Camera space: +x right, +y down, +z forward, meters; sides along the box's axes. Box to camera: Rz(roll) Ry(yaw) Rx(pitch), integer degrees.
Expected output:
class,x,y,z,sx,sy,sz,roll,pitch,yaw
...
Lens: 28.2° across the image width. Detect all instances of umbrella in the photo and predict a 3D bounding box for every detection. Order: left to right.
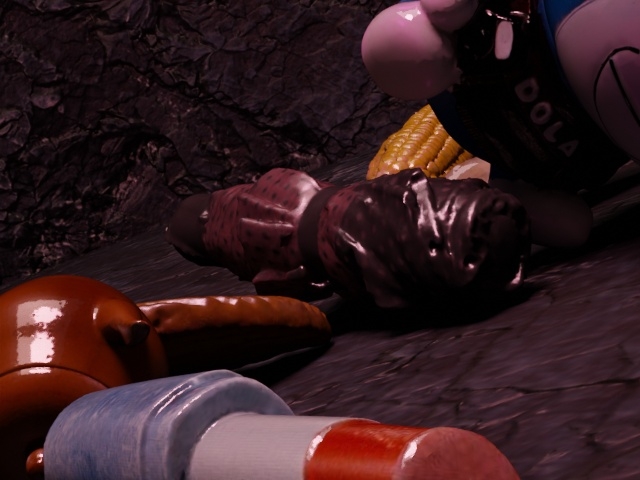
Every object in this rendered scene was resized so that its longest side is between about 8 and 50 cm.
class,x,y,z,sx,sy,sz,roll,pitch,yaw
umbrella,0.000,0.000,0.815,0.326,0.090,0.094,0,60,52

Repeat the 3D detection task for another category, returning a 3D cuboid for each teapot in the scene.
class,x,y,z,sx,sy,sz,roll,pitch,yaw
teapot,-0.134,0.085,0.637,0.173,0.116,0.116,-47,-4,23

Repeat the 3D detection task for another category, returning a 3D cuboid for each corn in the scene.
class,x,y,z,sx,sy,sz,roll,pitch,yaw
corn,0.110,-0.077,1.223,0.101,0.101,0.291,-17,9,26

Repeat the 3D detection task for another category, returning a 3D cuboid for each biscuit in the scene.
class,x,y,z,sx,sy,sz,roll,pitch,yaw
biscuit,-0.109,0.071,0.767,0.228,0.031,0.176,-7,-18,-21

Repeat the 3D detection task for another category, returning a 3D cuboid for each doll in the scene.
class,x,y,z,sx,sy,sz,roll,pitch,yaw
doll,0.206,-0.128,0.702,0.310,0.284,0.240,-6,58,52

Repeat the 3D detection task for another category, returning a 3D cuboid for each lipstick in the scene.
class,x,y,z,sx,sy,sz,roll,pitch,yaw
lipstick,-0.027,0.079,0.438,0.061,0.068,0.274,-28,7,-29

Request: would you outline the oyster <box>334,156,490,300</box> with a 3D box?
class,x,y,z,sx,sy,sz,roll,pitch,yaw
oyster,0.149,-0.047,0.932,0.345,0.079,0.128,-31,10,-18
